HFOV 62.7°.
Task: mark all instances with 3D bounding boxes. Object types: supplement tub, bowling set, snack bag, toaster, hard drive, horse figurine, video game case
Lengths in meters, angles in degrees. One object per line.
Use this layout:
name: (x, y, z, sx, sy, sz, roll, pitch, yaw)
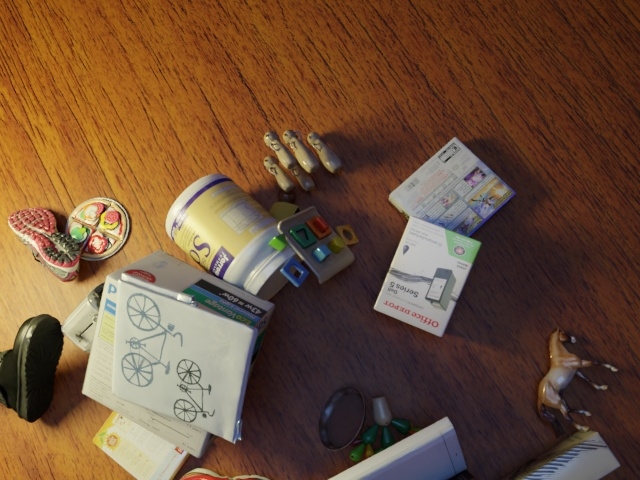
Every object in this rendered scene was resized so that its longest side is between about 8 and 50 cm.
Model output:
supplement tub: (-0.233, 0.000, 1.450, 0.331, 0.241, 0.241, 41, 82, 13)
bowling set: (-0.097, -0.216, 1.536, 0.200, 0.287, 0.154, -46, 67, 27)
snack bag: (-0.305, 0.262, 1.155, 0.343, 0.037, 0.323, 17, 112, 12)
toaster: (-0.607, 0.206, 1.451, 0.146, 0.227, 0.129, -43, 102, 6)
hard drive: (0.181, 0.581, 1.285, 0.353, 0.233, 0.047, -26, 41, -3)
horse figurine: (0.644, 0.379, 1.374, 0.174, 0.066, 0.263, 28, 84, 21)
video game case: (0.380, -0.127, 1.530, 0.269, 0.061, 0.244, -41, 76, -6)

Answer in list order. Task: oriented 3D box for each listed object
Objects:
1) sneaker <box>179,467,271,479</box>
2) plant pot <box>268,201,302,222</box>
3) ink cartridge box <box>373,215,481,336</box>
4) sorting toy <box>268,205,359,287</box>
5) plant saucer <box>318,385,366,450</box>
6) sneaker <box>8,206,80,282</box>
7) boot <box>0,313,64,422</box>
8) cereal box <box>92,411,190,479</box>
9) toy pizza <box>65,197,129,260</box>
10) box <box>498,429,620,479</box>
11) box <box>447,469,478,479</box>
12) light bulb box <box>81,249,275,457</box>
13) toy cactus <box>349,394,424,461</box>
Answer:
sneaker: (-0.239, 0.658, 1.342, 0.279, 0.118, 0.107, 4, 76, 5)
plant pot: (-0.108, -0.068, 1.545, 0.083, 0.081, 0.081, 26, 79, 22)
ink cartridge box: (0.286, 0.095, 1.418, 0.198, 0.115, 0.272, 22, 94, 10)
sorting toy: (0.000, 0.000, 1.412, 0.196, 0.348, 0.047, 53, 128, 5)
plant saucer: (0.062, 0.466, 1.369, 0.029, 0.168, 0.168, 35, 78, -27)
sneaker: (-0.827, 0.009, 1.564, 0.121, 0.112, 0.299, -27, 58, -40)
boot: (-0.855, 0.313, 1.413, 0.260, 0.131, 0.348, 23, 109, 8)
cereal box: (-0.472, 0.542, 1.426, 0.240, 0.047, 0.173, 34, 80, 11)
toy pizza: (-0.685, -0.038, 1.601, 0.201, 0.032, 0.201, -1, 76, 4)
box: (0.585, 0.583, 1.307, 0.275, 0.113, 0.094, -30, 74, -5)
box: (0.327, 0.691, 1.266, 0.203, 0.168, 0.167, -28, 76, -3)
light bulb box: (-0.355, 0.272, 1.317, 0.358, 0.225, 0.361, 25, 112, 9)
toy cactus: (0.171, 0.493, 1.359, 0.219, 0.112, 0.180, -10, 83, -8)
